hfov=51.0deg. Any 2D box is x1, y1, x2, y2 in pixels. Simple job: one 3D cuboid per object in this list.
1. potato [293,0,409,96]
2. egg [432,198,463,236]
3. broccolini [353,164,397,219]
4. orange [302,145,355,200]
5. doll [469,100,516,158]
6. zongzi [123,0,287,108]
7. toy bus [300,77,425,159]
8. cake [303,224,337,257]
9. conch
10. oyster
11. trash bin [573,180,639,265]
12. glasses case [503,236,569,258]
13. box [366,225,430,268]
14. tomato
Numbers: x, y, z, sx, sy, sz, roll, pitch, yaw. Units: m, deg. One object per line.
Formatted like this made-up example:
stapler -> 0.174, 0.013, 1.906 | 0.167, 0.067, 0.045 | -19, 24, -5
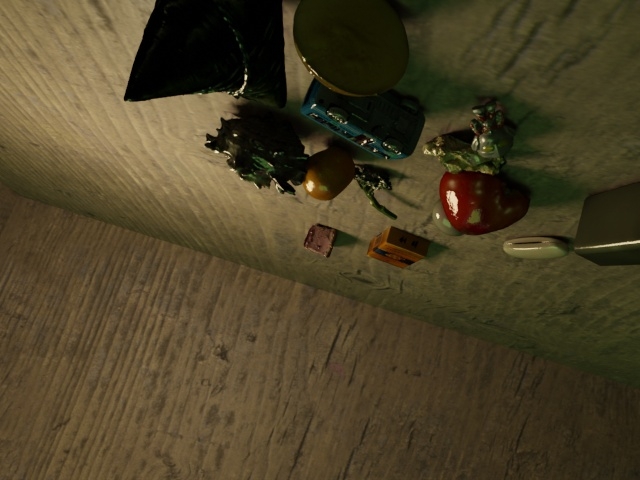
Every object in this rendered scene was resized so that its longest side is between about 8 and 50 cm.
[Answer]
potato -> 0.041, -0.333, 1.168 | 0.204, 0.178, 0.158 | 14, 179, -10
egg -> 0.361, -0.067, 1.839 | 0.103, 0.103, 0.135 | 3, 157, 45
broccolini -> 0.180, -0.130, 1.910 | 0.123, 0.062, 0.271 | 26, 167, 39
orange -> 0.016, -0.179, 1.762 | 0.134, 0.154, 0.155 | 39, 161, -8
doll -> 0.350, -0.220, 1.375 | 0.094, 0.079, 0.180 | -21, 146, 14
zongzi -> -0.203, -0.324, 1.119 | 0.319, 0.362, 0.383 | 39, 165, -6
toy bus -> 0.090, -0.267, 1.421 | 0.247, 0.113, 0.134 | 26, 168, -21
cake -> 0.000, 0.000, 2.591 | 0.116, 0.112, 0.295 | 21, 178, -2
conch -> -0.162, -0.214, 1.745 | 0.313, 0.186, 0.240 | 18, 159, 32
oyster -> 0.314, -0.185, 1.521 | 0.163, 0.081, 0.191 | 22, -176, -41
trash bin -> 0.685, -0.032, 1.462 | 0.122, 0.163, 0.240 | 23, 165, -17
glasses case -> 0.623, 0.023, 1.949 | 0.081, 0.051, 0.204 | 27, 163, -32
box -> 0.270, 0.029, 2.366 | 0.152, 0.070, 0.237 | 20, 167, -7
tomato -> 0.395, -0.081, 1.680 | 0.233, 0.139, 0.200 | 24, 171, -23
